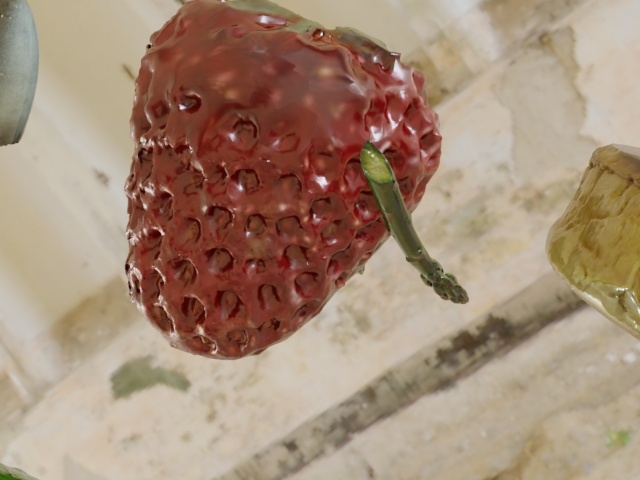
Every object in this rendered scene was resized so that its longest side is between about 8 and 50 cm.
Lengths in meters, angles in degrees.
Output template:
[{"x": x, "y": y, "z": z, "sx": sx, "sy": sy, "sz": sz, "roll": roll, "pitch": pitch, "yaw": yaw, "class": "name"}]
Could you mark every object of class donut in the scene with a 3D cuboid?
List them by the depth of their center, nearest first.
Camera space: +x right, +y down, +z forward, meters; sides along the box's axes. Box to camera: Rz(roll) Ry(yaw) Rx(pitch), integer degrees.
[{"x": 0.357, "y": 0.021, "z": 1.001, "sx": 0.160, "sy": 0.330, "sz": 0.330, "roll": -64, "pitch": -5, "yaw": 16, "class": "donut"}]

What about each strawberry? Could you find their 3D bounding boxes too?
[{"x": -0.067, "y": -0.055, "z": 1.178, "sx": 0.345, "sy": 0.317, "sz": 0.295, "roll": -65, "pitch": 9, "yaw": -18, "class": "strawberry"}]

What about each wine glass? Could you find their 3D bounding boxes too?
[{"x": -0.236, "y": -0.160, "z": 0.889, "sx": 0.066, "sy": 0.066, "sz": 0.198, "roll": -40, "pitch": -22, "yaw": -51, "class": "wine glass"}]

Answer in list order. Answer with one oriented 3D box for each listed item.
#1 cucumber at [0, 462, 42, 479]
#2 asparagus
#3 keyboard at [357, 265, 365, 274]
[{"x": -0.249, "y": 0.255, "z": 0.997, "sx": 0.134, "sy": 0.244, "sz": 0.134, "roll": -50, "pitch": 30, "yaw": 43, "class": "cucumber"}, {"x": 0.083, "y": -0.004, "z": 1.064, "sx": 0.034, "sy": 0.236, "sz": 0.027, "roll": -29, "pitch": 45, "yaw": 6, "class": "asparagus"}, {"x": 0.000, "y": 0.000, "z": 1.325, "sx": 0.129, "sy": 0.049, "sz": 0.015, "roll": 18, "pitch": 28, "yaw": 41, "class": "keyboard"}]
